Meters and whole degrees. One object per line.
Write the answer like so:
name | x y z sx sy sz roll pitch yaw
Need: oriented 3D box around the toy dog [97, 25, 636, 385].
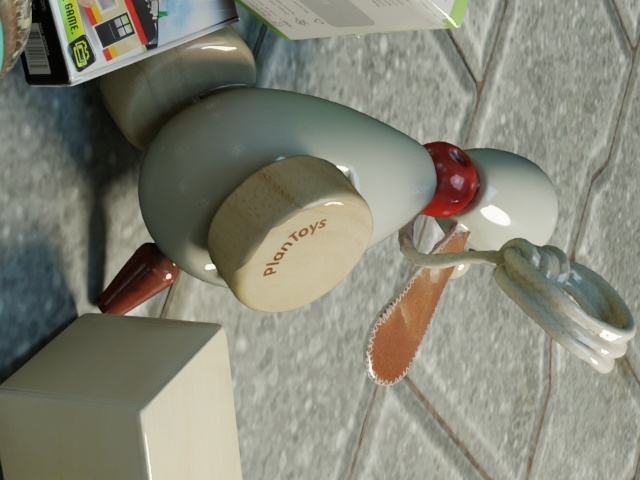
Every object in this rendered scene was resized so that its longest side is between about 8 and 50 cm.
toy dog | 0.000 0.000 0.995 0.334 0.161 0.220 26 28 -33

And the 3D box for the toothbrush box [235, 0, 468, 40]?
toothbrush box | 0.004 -0.267 0.819 0.206 0.122 0.283 33 69 -43

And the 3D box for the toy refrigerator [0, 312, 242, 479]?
toy refrigerator | -0.098 0.182 0.927 0.102 0.094 0.269 -47 137 -58

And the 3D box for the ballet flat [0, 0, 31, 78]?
ballet flat | -0.244 -0.195 0.516 0.483 0.164 0.182 35 40 -59

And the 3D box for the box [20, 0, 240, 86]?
box | -0.111 -0.188 0.821 0.114 0.036 0.207 -28 113 -40
